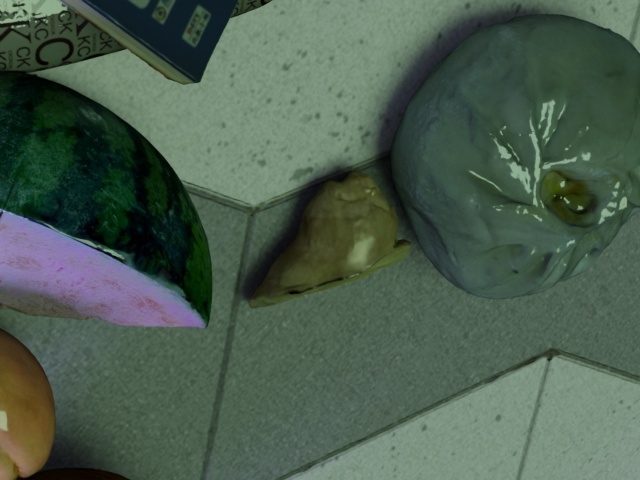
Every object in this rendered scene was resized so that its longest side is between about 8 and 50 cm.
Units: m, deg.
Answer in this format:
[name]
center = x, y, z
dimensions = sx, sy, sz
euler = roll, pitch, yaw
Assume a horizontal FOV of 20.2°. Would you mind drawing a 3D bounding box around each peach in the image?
[peach]
center = -0.351, 0.173, 1.781
dimensions = 0.184, 0.184, 0.184
euler = -16, 122, -27

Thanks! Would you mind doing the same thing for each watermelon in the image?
[watermelon]
center = -0.275, -0.067, 1.728
dimensions = 0.292, 0.319, 0.222
euler = 56, 44, -46

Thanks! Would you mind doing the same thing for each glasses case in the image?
[glasses case]
center = -0.178, -0.259, 1.723
dimensions = 0.354, 0.085, 0.137
euler = -20, 121, -26

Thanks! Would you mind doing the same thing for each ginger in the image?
[ginger]
center = -0.003, 0.004, 1.994
dimensions = 0.193, 0.115, 0.123
euler = -26, 105, -12

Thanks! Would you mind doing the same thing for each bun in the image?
[bun]
center = 0.255, -0.093, 2.038
dimensions = 0.354, 0.194, 0.354
euler = -14, 118, -27

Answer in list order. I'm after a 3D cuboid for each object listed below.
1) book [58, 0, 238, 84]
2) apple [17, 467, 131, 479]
[book]
center = -0.202, -0.368, 1.579
dimensions = 0.428, 0.039, 0.300
euler = 35, 72, -38
[apple]
center = -0.267, 0.431, 1.833
dimensions = 0.374, 0.384, 0.374
euler = -21, 144, -16
